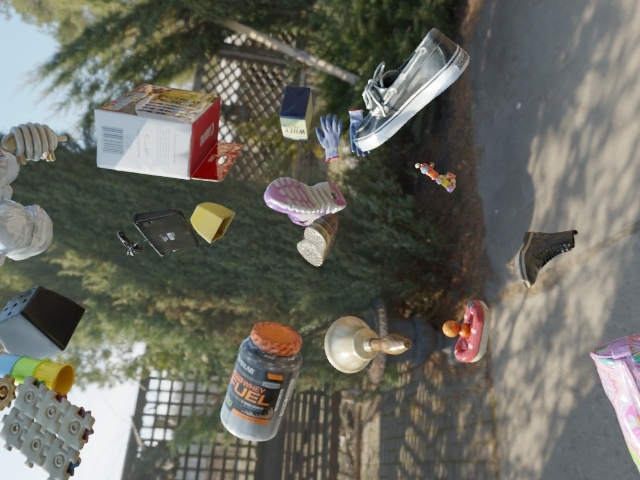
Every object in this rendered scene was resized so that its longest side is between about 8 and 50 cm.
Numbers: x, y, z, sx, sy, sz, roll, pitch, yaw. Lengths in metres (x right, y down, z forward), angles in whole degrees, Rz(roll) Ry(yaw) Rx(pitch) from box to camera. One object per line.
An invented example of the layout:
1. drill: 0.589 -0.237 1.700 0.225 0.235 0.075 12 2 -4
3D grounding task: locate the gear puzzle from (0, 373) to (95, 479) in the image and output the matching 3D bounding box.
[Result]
1. gear puzzle: -0.669 0.424 1.250 0.176 0.338 0.044 -67 -24 -5

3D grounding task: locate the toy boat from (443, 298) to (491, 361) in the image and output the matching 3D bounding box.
1. toy boat: 0.519 0.326 1.915 0.151 0.151 0.231 -82 -3 -74

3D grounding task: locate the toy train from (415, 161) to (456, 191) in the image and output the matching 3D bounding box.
1. toy train: 0.342 -0.192 1.521 0.046 0.125 0.166 -53 -12 15

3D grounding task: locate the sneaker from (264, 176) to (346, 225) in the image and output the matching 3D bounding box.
1. sneaker: -0.045 -0.079 1.225 0.104 0.236 0.095 -41 65 32

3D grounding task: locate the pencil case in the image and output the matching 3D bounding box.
1. pencil case: 0.587 0.310 0.933 0.124 0.124 0.284 142 110 -77

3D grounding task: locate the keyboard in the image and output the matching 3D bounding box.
1. keyboard: -0.455 -0.014 1.458 0.317 0.201 0.033 101 155 -71

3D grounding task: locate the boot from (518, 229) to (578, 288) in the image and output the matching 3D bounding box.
1. boot: 0.625 0.040 1.448 0.077 0.137 0.198 54 -136 -34

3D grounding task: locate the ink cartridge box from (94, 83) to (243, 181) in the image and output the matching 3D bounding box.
1. ink cartridge box: -0.331 -0.260 1.239 0.309 0.271 0.130 -88 7 -64

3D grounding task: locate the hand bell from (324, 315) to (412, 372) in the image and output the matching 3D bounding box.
1. hand bell: 0.115 0.212 1.086 0.242 0.126 0.126 155 123 -63

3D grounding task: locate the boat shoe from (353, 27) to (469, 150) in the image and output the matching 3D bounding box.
1. boat shoe: 0.140 -0.283 1.018 0.306 0.105 0.113 -31 27 56

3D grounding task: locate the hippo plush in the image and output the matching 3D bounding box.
1. hippo plush: -0.676 -0.082 1.100 0.234 0.236 0.294 -63 -5 -9

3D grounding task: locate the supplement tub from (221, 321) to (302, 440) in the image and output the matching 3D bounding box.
1. supplement tub: -0.183 0.448 1.700 0.207 0.207 0.338 -114 40 -73

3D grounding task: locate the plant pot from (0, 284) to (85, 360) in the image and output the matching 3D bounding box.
1. plant pot: -0.893 0.255 1.655 0.167 0.188 0.187 56 -161 -30

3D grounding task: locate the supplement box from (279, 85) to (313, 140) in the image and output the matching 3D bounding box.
1. supplement box: -0.051 -0.279 1.164 0.083 0.056 0.083 81 -163 -65

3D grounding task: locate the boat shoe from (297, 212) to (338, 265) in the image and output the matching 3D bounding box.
1. boat shoe: 0.000 0.000 1.035 0.060 0.064 0.178 -46 -6 -22

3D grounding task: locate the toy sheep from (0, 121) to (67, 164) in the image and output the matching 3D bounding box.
1. toy sheep: -0.616 -0.211 1.138 0.091 0.132 0.091 17 114 41

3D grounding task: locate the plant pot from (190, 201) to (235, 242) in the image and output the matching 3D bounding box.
1. plant pot: -0.289 -0.056 1.386 0.081 0.083 0.081 -57 -5 18

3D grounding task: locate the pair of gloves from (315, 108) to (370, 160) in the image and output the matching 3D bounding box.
1. pair of gloves: 0.086 -0.353 1.768 0.023 0.198 0.159 -38 -61 -76

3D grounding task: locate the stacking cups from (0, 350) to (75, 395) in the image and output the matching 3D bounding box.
1. stacking cups: -0.806 0.340 1.369 0.096 0.316 0.096 7 -90 -82
